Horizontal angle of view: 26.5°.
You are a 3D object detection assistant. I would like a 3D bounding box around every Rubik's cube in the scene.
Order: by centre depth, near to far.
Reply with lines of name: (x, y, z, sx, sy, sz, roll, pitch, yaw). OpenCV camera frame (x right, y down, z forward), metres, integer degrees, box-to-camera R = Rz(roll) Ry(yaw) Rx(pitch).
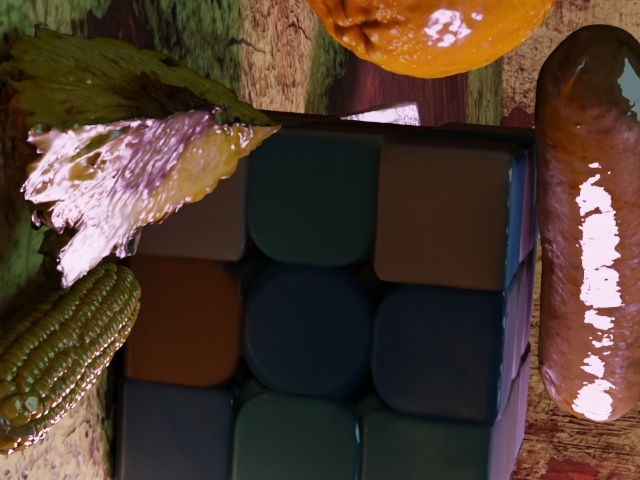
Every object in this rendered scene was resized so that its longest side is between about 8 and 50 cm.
Rubik's cube: (0.026, 0.059, 1.296, 0.347, 0.344, 0.346, -22, 116, -73)

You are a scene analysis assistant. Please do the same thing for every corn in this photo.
corn: (-0.191, 0.079, 0.959, 0.238, 0.080, 0.080, -52, 145, -63)

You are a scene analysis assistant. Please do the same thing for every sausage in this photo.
sausage: (0.255, -0.008, 1.231, 0.136, 0.123, 0.501, -42, 145, -25)

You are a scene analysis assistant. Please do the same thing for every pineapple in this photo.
pineapple: (-0.167, -0.062, 0.961, 0.250, 0.140, 0.164, -17, 142, -50)

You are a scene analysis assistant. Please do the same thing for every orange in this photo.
orange: (0.117, -0.346, 1.559, 0.293, 0.341, 0.340, -54, 155, -19)

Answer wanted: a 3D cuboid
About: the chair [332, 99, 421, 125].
chair: (0.090, -0.075, 1.862, 0.186, 0.160, 0.319, -79, 155, -58)
